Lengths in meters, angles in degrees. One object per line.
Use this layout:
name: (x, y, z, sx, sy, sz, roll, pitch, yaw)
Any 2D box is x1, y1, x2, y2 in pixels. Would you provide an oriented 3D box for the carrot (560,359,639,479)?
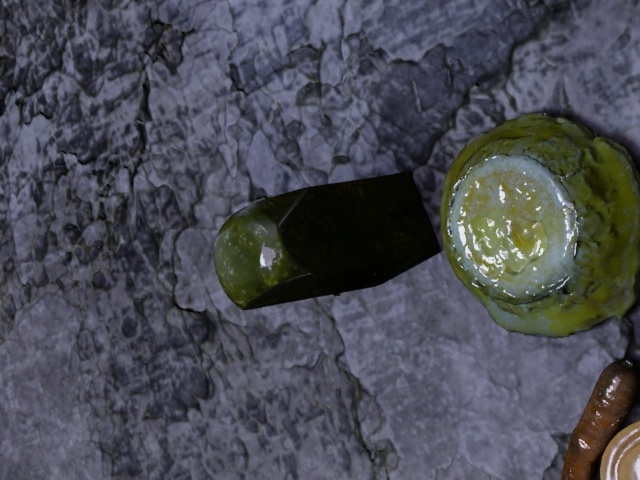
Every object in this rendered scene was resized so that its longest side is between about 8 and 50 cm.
carrot: (0.221, 0.169, 1.580, 0.036, 0.036, 0.165, 35, 115, 27)

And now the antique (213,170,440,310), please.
antique: (0.000, 0.000, 1.599, 0.081, 0.221, 0.080, -29, 78, 34)

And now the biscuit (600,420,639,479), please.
biscuit: (0.260, 0.167, 1.279, 0.144, 0.040, 0.236, 48, 116, 27)

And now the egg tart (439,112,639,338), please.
egg tart: (0.171, -0.009, 1.570, 0.197, 0.078, 0.197, 5, 98, 36)
